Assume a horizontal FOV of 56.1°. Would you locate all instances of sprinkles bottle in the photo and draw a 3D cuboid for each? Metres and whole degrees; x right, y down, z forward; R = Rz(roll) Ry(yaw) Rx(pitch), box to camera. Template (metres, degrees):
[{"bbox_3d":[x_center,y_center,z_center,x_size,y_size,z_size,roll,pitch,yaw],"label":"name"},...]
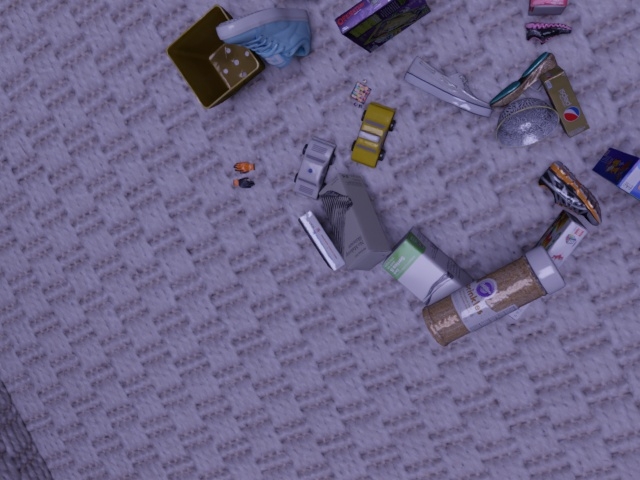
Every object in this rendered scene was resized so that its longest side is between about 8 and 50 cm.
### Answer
[{"bbox_3d":[0.444,0.148,1.562,0.355,0.121,0.121,-31,92,18],"label":"sprinkles bottle"}]

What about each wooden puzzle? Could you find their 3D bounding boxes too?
[{"bbox_3d":[0.119,-0.439,1.789,0.049,0.006,0.083,31,108,7],"label":"wooden puzzle"}]

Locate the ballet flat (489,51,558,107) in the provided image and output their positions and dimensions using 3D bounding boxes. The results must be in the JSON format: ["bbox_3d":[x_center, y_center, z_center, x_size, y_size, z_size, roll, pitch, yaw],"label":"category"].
[{"bbox_3d":[0.562,-0.422,1.644,0.067,0.073,0.206,44,113,-12],"label":"ballet flat"}]

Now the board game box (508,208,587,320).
[{"bbox_3d":[0.611,0.064,1.669,0.053,0.193,0.305,34,108,5],"label":"board game box"}]

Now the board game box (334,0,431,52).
[{"bbox_3d":[0.172,-0.586,1.564,0.208,0.347,0.056,-26,92,18],"label":"board game box"}]

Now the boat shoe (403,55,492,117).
[{"bbox_3d":[0.367,-0.432,1.682,0.268,0.096,0.088,32,110,17],"label":"boat shoe"}]

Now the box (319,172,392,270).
[{"bbox_3d":[0.098,-0.055,1.756,0.113,0.094,0.275,-45,54,38],"label":"box"}]

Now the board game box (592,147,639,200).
[{"bbox_3d":[0.824,-0.124,1.489,0.233,0.347,0.078,35,109,6],"label":"board game box"}]

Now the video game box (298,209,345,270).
[{"bbox_3d":[0.000,0.000,1.813,0.048,0.205,0.187,-31,92,-3],"label":"video game box"}]

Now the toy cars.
[{"bbox_3d":[0.063,-0.261,1.801,0.394,0.087,0.176,-28,93,19],"label":"toy cars"}]

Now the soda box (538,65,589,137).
[{"bbox_3d":[0.651,-0.368,1.604,0.058,0.061,0.181,-27,114,18],"label":"soda box"}]

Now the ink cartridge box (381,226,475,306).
[{"bbox_3d":[0.328,0.103,1.750,0.273,0.198,0.114,42,109,3],"label":"ink cartridge box"}]

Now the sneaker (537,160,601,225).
[{"bbox_3d":[0.697,-0.120,1.672,0.215,0.084,0.083,50,122,4],"label":"sneaker"}]

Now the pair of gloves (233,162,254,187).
[{"bbox_3d":[-0.247,-0.210,1.936,0.074,0.010,0.083,5,104,14],"label":"pair of gloves"}]

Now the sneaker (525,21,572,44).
[{"bbox_3d":[0.611,-0.556,1.616,0.119,0.047,0.057,9,111,20],"label":"sneaker"}]

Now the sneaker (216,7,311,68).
[{"bbox_3d":[-0.131,-0.549,1.652,0.135,0.366,0.150,-4,107,39],"label":"sneaker"}]

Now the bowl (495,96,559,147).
[{"bbox_3d":[0.553,-0.337,1.638,0.170,0.170,0.080,-16,61,18],"label":"bowl"}]

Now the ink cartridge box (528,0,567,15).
[{"bbox_3d":[0.588,-0.697,1.527,0.092,0.158,0.217,5,103,15],"label":"ink cartridge box"}]

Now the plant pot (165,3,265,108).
[{"bbox_3d":[-0.286,-0.535,1.782,0.212,0.187,0.212,-33,93,19],"label":"plant pot"}]
